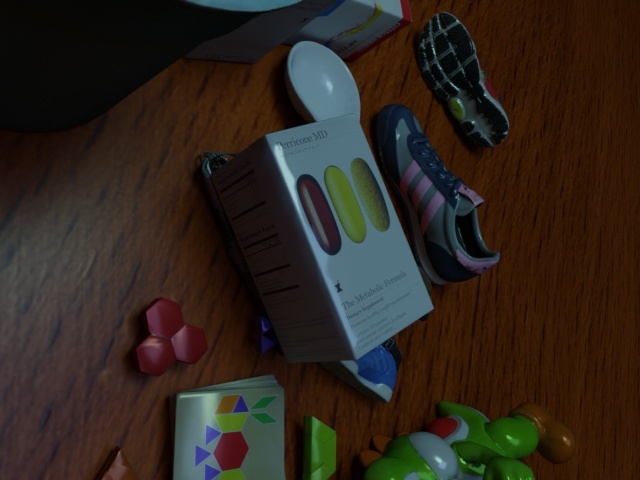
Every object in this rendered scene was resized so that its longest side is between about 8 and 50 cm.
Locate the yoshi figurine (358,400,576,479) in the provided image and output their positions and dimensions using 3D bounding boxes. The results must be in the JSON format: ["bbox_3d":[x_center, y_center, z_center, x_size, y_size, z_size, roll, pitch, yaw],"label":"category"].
[{"bbox_3d":[0.212,0.345,0.737,0.362,0.203,0.203,2,84,-39],"label":"yoshi figurine"}]

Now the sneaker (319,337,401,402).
[{"bbox_3d":[0.058,0.153,0.736,0.152,0.058,0.084,42,60,-31],"label":"sneaker"}]

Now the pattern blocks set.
[{"bbox_3d":[-0.099,0.242,0.588,0.285,0.026,0.324,18,69,-35],"label":"pattern blocks set"}]

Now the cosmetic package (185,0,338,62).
[{"bbox_3d":[-0.066,-0.295,0.634,0.117,0.231,0.085,-13,87,-42],"label":"cosmetic package"}]

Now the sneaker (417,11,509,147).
[{"bbox_3d":[0.281,-0.313,1.062,0.279,0.107,0.118,59,30,-17],"label":"sneaker"}]

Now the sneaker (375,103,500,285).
[{"bbox_3d":[0.198,-0.087,0.881,0.112,0.131,0.319,-26,96,-43],"label":"sneaker"}]

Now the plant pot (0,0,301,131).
[{"bbox_3d":[-0.206,-0.260,0.429,0.341,0.334,0.341,13,69,-38],"label":"plant pot"}]

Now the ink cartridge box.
[{"bbox_3d":[0.040,-0.344,0.809,0.231,0.134,0.078,-3,79,-42],"label":"ink cartridge box"}]

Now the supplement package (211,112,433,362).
[{"bbox_3d":[0.000,0.000,0.621,0.139,0.134,0.244,-24,93,-38],"label":"supplement package"}]

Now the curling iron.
[{"bbox_3d":[-0.083,0.015,0.667,0.068,0.035,0.274,-22,93,-43],"label":"curling iron"}]

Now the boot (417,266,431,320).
[{"bbox_3d":[0.136,0.063,0.813,0.087,0.042,0.118,-106,-179,-54],"label":"boot"}]

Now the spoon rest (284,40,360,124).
[{"bbox_3d":[0.009,-0.158,0.765,0.137,0.084,0.276,9,73,-40],"label":"spoon rest"}]
